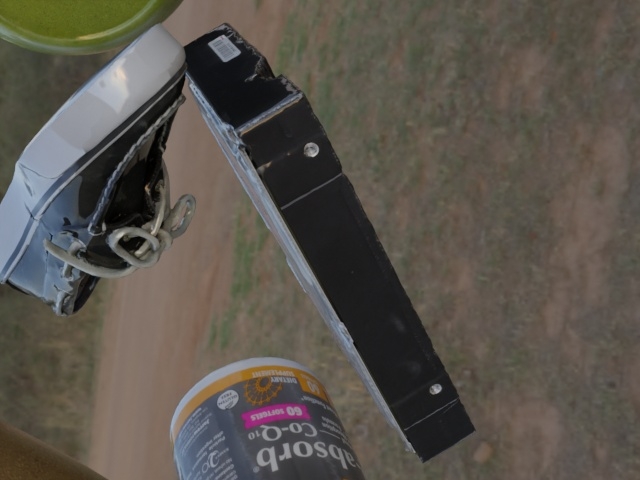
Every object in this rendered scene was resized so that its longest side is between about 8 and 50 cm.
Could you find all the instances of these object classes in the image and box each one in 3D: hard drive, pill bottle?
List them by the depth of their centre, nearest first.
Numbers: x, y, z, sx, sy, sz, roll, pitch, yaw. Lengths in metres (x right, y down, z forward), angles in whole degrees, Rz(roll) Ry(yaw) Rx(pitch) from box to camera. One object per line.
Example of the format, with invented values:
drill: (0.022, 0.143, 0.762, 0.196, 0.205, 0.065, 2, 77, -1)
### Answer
hard drive: (0.000, 0.000, 0.809, 0.339, 0.064, 0.237, 60, 176, -31)
pill bottle: (-0.028, 0.245, 0.835, 0.278, 0.162, 0.162, -119, 40, -49)

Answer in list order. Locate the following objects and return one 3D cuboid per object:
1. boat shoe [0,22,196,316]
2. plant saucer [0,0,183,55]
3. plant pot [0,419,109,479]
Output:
boat shoe: (-0.142, -0.024, 0.635, 0.306, 0.105, 0.113, -39, 12, 47)
plant saucer: (-0.211, -0.253, 0.811, 0.037, 0.241, 0.241, -110, 33, -47)
plant pot: (-0.180, 0.176, 0.447, 0.237, 0.254, 0.237, -32, 47, 43)
